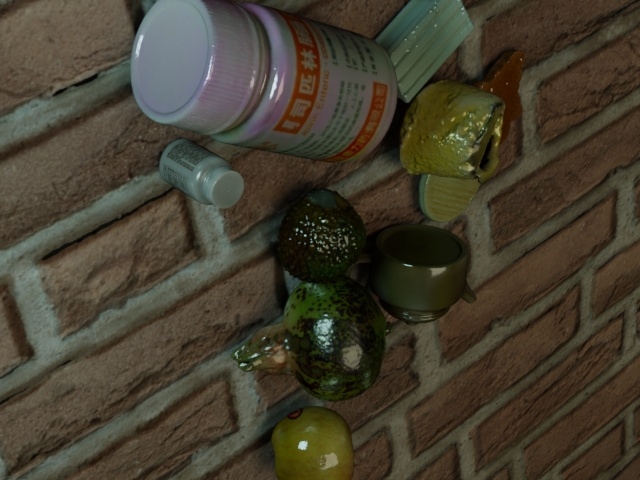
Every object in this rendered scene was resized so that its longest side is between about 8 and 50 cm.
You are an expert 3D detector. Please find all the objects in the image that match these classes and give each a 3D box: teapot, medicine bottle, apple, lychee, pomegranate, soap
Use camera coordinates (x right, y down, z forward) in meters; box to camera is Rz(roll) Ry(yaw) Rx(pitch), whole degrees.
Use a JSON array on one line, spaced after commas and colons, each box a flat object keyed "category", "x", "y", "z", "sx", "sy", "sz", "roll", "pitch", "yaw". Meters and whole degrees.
[{"category": "teapot", "x": 0.172, "y": 0.083, "z": 2.232, "sx": 0.267, "sy": 0.185, "sz": 0.175, "roll": 3, "pitch": 116, "yaw": -4}, {"category": "medicine bottle", "x": -0.081, "y": -0.247, "z": 1.784, "sx": 0.388, "sy": 0.219, "sz": 0.219, "roll": 8, "pitch": 106, "yaw": -44}, {"category": "apple", "x": -0.016, "y": 0.407, "z": 2.238, "sx": 0.155, "sy": 0.182, "sz": 0.182, "roll": -9, "pitch": 122, "yaw": -7}, {"category": "lychee", "x": 0.000, "y": 0.000, "z": 2.044, "sx": 0.171, "sy": 0.171, "sz": 0.171, "roll": -21, "pitch": 125, "yaw": -34}, {"category": "medicine bottle", "x": -0.185, "y": -0.102, "z": 1.819, "sx": 0.079, "sy": 0.140, "sz": 0.079, "roll": -21, "pitch": 124, "yaw": -34}, {"category": "pomegranate", "x": -0.011, "y": 0.190, "z": 2.117, "sx": 0.276, "sy": 0.222, "sz": 0.204, "roll": -27, "pitch": 145, "yaw": 12}, {"category": "soap", "x": 0.178, "y": -0.358, "z": 2.077, "sx": 0.198, "sy": 0.066, "sz": 0.119, "roll": -49, "pitch": 135, "yaw": -13}]

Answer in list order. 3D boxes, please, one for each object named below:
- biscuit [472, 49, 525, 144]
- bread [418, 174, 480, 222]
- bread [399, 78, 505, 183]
[{"category": "biscuit", "x": 0.335, "y": -0.250, "z": 2.292, "sx": 0.183, "sy": 0.043, "sz": 0.280, "roll": 29, "pitch": 86, "yaw": -50}, {"category": "bread", "x": 0.246, "y": -0.090, "z": 2.309, "sx": 0.193, "sy": 0.036, "sz": 0.112, "roll": -2, "pitch": 114, "yaw": -47}, {"category": "bread", "x": 0.242, "y": -0.200, "z": 2.143, "sx": 0.197, "sy": 0.170, "sz": 0.197, "roll": -46, "pitch": 146, "yaw": -44}]
